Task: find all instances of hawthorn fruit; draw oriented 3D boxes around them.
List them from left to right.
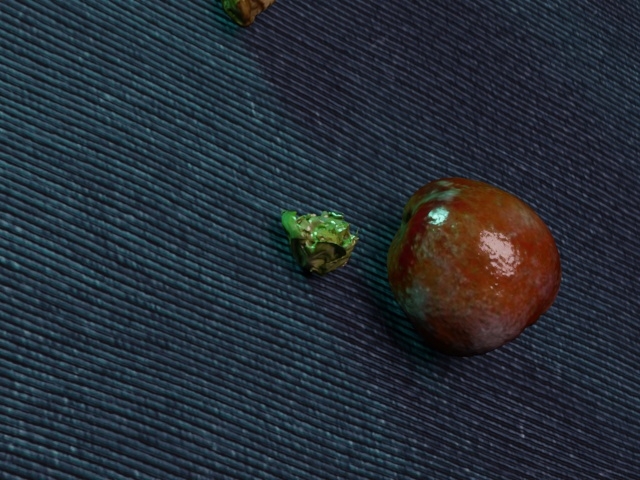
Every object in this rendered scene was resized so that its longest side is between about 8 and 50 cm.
[{"bbox_3d":[0.145,0.022,1.578,0.173,0.173,0.172,16,62,-32],"label":"hawthorn fruit"}]

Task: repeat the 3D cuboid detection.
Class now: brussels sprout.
[{"bbox_3d":[0.000,0.000,1.549,0.085,0.058,0.085,14,34,-10],"label":"brussels sprout"}]

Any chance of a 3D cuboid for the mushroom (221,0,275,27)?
[{"bbox_3d":[-0.055,-0.395,1.639,0.208,0.301,0.233,34,16,9],"label":"mushroom"}]
